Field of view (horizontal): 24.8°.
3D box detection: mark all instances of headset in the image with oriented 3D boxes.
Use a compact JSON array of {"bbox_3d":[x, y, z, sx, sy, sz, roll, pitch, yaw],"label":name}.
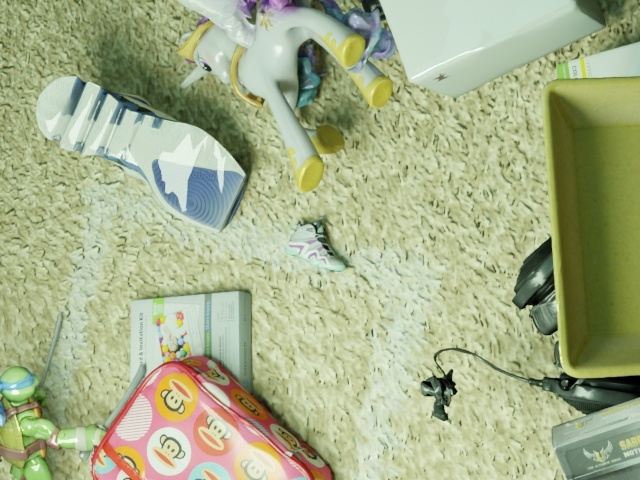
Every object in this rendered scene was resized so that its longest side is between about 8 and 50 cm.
[{"bbox_3d":[0.307,0.105,1.710,0.394,0.185,0.243,-22,83,10],"label":"headset"}]

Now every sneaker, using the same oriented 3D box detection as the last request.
[{"bbox_3d":[0.000,0.000,1.995,0.098,0.038,0.069,22,94,29],"label":"sneaker"},{"bbox_3d":[-0.244,-0.143,2.106,0.315,0.182,0.127,30,100,0],"label":"sneaker"}]

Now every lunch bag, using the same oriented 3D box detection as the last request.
[{"bbox_3d":[-0.159,0.327,1.962,0.293,0.120,0.258,39,102,13],"label":"lunch bag"}]

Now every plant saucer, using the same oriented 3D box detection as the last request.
[{"bbox_3d":[0.414,-0.018,1.644,0.332,0.081,0.333,-3,84,-5],"label":"plant saucer"}]

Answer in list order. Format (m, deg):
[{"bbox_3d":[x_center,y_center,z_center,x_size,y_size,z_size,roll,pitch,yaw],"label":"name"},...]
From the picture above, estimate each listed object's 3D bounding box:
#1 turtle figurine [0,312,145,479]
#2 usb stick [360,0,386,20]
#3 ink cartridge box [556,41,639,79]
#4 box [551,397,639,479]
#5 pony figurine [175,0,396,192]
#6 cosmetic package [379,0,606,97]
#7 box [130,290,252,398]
[{"bbox_3d":[-0.371,0.287,2.097,0.197,0.274,0.266,13,113,19],"label":"turtle figurine"},{"bbox_3d":[0.179,-0.373,1.954,0.278,0.045,0.077,-20,80,25],"label":"usb stick"},{"bbox_3d":[0.432,-0.149,1.749,0.255,0.097,0.189,-14,75,27],"label":"ink cartridge box"},{"bbox_3d":[0.401,0.263,1.654,0.231,0.056,0.183,-22,105,15],"label":"box"},{"bbox_3d":[-0.059,-0.292,1.949,0.363,0.302,0.351,42,125,36],"label":"pony figurine"},{"bbox_3d":[0.164,-0.438,1.847,0.230,0.161,0.453,-23,78,23],"label":"cosmetic package"},{"bbox_3d":[-0.185,0.151,2.074,0.186,0.038,0.145,-6,79,29],"label":"box"}]
